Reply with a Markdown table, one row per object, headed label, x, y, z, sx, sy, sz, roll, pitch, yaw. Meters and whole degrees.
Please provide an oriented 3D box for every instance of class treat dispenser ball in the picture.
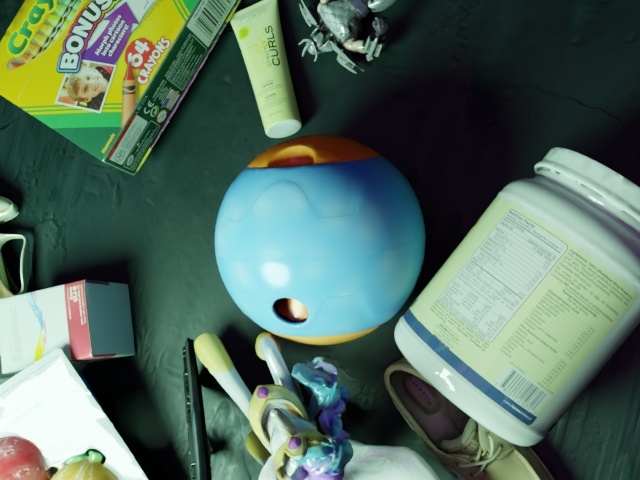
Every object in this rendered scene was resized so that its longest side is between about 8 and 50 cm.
| label | x | y | z | sx | sy | sz | roll | pitch | yaw |
| --- | --- | --- | --- | --- | --- | --- | --- | --- | --- |
| treat dispenser ball | 0.000 | 0.000 | 0.931 | 0.288 | 0.288 | 0.288 | -2 | 83 | 17 |

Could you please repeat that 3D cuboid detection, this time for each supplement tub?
| label | x | y | z | sx | sy | sz | roll | pitch | yaw |
| --- | --- | --- | --- | --- | --- | --- | --- | --- | --- |
| supplement tub | 0.276 | 0.069 | 0.866 | 0.235 | 0.235 | 0.324 | 39 | 95 | 17 |

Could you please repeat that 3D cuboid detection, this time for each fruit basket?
| label | x | y | z | sx | sy | sz | roll | pitch | yaw |
| --- | --- | --- | --- | --- | --- | --- | --- | --- | --- |
| fruit basket | -0.435 | 0.396 | 1.051 | 0.327 | 0.165 | 0.353 | -34 | 86 | 2 |

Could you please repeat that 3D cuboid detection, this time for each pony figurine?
| label | x | y | z | sx | sy | sz | roll | pitch | yaw |
| --- | --- | --- | --- | --- | --- | --- | --- | --- | --- |
| pony figurine | -0.029 | 0.293 | 0.874 | 0.303 | 0.363 | 0.350 | -27 | 110 | -13 |

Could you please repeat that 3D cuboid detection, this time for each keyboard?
| label | x | y | z | sx | sy | sz | roll | pitch | yaw |
| --- | --- | --- | --- | --- | --- | --- | --- | --- | --- |
| keyboard | -0.175 | 0.306 | 0.971 | 0.033 | 0.317 | 0.201 | -8 | 123 | -9 |

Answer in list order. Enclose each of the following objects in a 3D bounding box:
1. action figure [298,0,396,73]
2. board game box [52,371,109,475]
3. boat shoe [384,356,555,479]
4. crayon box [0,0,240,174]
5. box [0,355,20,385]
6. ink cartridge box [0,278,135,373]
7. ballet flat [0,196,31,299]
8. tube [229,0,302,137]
| label | x | y | z | sx | sy | sz | roll | pitch | yaw |
| --- | --- | --- | --- | --- | --- | --- | --- | --- | --- |
| action figure | 0.075 | -0.388 | 1.056 | 0.285 | 0.099 | 0.185 | -39 | 83 | 13 |
| board game box | -0.459 | 0.352 | 1.157 | 0.210 | 0.047 | 0.160 | -38 | 75 | 10 |
| boat shoe | 0.204 | 0.282 | 0.936 | 0.109 | 0.098 | 0.302 | -47 | 73 | 7 |
| crayon box | -0.359 | -0.345 | 1.147 | 0.313 | 0.106 | 0.362 | 31 | 91 | 19 |
| box | -0.627 | 0.227 | 1.157 | 0.170 | 0.091 | 0.130 | 40 | 95 | 16 |
| ink cartridge box | -0.424 | 0.145 | 1.128 | 0.176 | 0.128 | 0.127 | -12 | 80 | 15 |
| ballet flat | -0.597 | 0.000 | 1.218 | 0.124 | 0.116 | 0.342 | -22 | 77 | -7 |
| tube | -0.089 | -0.288 | 1.115 | 0.070 | 0.062 | 0.240 | -7 | 73 | -25 |
